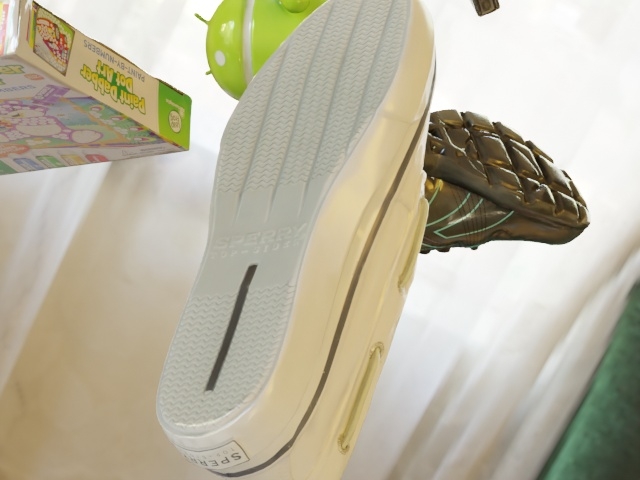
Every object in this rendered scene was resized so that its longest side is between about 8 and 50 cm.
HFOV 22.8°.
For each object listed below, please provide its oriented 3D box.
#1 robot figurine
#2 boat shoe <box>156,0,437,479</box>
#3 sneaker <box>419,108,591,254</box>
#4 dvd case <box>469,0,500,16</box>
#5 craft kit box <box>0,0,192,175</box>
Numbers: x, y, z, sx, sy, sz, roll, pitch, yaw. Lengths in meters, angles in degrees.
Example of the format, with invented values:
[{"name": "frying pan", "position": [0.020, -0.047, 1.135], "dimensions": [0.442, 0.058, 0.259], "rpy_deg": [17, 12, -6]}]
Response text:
[{"name": "robot figurine", "position": [-0.011, -0.108, 0.875], "dimensions": [0.115, 0.101, 0.067], "rpy_deg": [2, 44, 10]}, {"name": "boat shoe", "position": [0.000, 0.000, 0.627], "dimensions": [0.083, 0.226, 0.076], "rpy_deg": [-1, -37, 37]}, {"name": "sneaker", "position": [0.061, -0.036, 1.096], "dimensions": [0.267, 0.106, 0.101], "rpy_deg": [14, 34, -23]}, {"name": "dvd case", "position": [0.047, -0.254, 0.917], "dimensions": [0.221, 0.018, 0.164], "rpy_deg": [-110, 178, -46]}, {"name": "craft kit box", "position": [-0.271, -0.116, 1.279], "dimensions": [0.250, 0.061, 0.246], "rpy_deg": [-6, -19, 26]}]
